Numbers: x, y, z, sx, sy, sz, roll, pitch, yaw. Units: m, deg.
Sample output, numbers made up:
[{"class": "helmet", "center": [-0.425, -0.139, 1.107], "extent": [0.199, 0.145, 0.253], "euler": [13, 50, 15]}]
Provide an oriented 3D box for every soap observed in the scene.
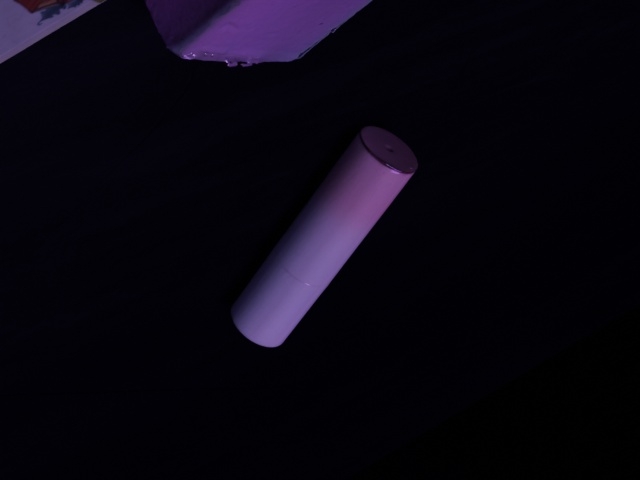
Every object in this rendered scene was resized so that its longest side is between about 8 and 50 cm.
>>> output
[{"class": "soap", "center": [-0.001, -0.249, 1.077], "extent": [0.259, 0.081, 0.181], "euler": [-34, 166, 36]}]

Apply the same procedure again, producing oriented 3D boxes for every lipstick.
[{"class": "lipstick", "center": [0.000, 0.000, 1.649], "extent": [0.087, 0.087, 0.327], "euler": [-10, 144, -52]}]

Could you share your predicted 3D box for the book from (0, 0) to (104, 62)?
[{"class": "book", "center": [-0.262, -0.195, 0.940], "extent": [0.322, 0.018, 0.228], "euler": [-35, 158, -12]}]
